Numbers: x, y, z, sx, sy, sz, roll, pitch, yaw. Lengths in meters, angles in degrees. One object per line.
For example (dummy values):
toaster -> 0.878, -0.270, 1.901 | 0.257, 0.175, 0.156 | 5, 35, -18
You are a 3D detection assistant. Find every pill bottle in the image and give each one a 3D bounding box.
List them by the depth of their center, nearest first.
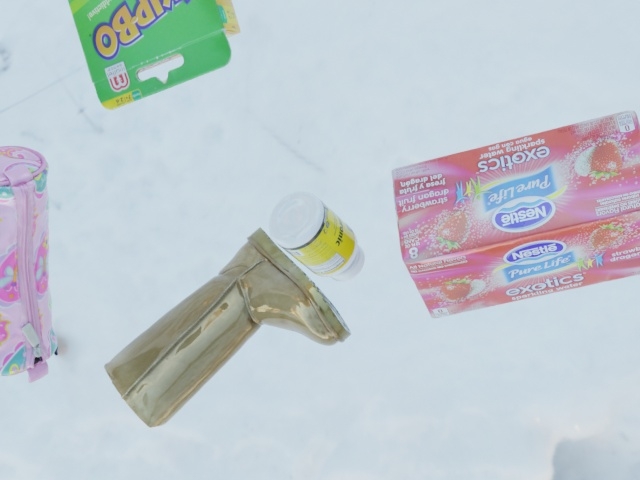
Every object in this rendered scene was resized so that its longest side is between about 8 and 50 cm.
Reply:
pill bottle -> 0.000, 0.000, 1.190 | 0.065, 0.065, 0.116 | -34, 142, 12

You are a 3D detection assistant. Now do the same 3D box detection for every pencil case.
pencil case -> -0.380, 0.030, 1.354 | 0.124, 0.124, 0.284 | 4, 116, 2

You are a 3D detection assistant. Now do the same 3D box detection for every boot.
boot -> -0.116, 0.135, 1.376 | 0.269, 0.236, 0.089 | -43, 129, -3

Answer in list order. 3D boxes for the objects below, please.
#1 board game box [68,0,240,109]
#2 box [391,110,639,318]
board game box -> -0.147, -0.238, 0.841 | 0.124, 0.039, 0.259 | -16, 88, 25
box -> 0.213, -0.023, 1.143 | 0.256, 0.123, 0.128 | -13, 146, 13
